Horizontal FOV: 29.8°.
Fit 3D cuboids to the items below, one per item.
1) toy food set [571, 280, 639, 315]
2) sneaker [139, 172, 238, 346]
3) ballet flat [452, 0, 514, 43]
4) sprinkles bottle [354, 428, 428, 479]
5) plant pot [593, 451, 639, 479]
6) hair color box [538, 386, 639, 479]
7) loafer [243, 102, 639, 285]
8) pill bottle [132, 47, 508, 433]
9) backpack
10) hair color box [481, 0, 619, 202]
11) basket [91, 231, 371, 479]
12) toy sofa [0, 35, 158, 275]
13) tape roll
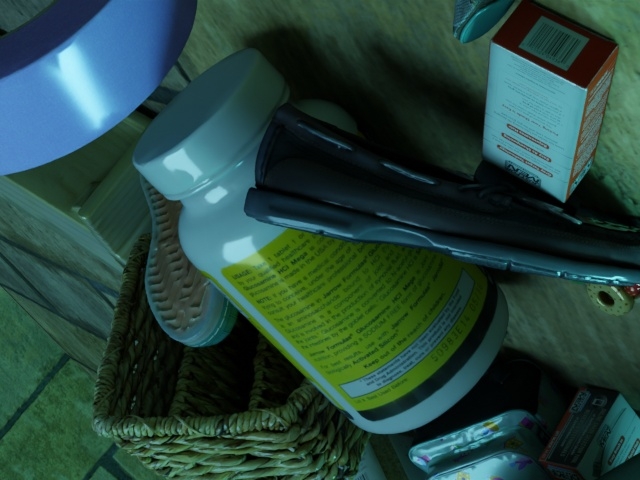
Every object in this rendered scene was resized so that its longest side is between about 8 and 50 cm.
[{"bbox_3d":[0.224,0.025,0.962,0.082,0.020,0.083,38,161,2],"label":"toy food set"},{"bbox_3d":[-0.103,-0.003,1.210,0.121,0.108,0.302,31,-150,-34],"label":"sneaker"},{"bbox_3d":[0.107,-0.161,0.743,0.041,0.041,0.114,39,160,-2],"label":"ballet flat"},{"bbox_3d":[0.063,0.248,1.360,0.355,0.121,0.121,63,179,38],"label":"sprinkles bottle"},{"bbox_3d":[0.286,0.324,0.981,0.341,0.341,0.334,38,131,2],"label":"plant pot"},{"bbox_3d":[0.294,0.233,1.186,0.053,0.093,0.167,3,139,52],"label":"hair color box"},{"bbox_3d":[0.097,-0.033,0.887,0.302,0.095,0.109,10,180,4],"label":"loafer"},{"bbox_3d":[0.000,0.000,1.054,0.334,0.188,0.188,47,159,-23],"label":"pill bottle"},{"bbox_3d":[0.204,0.235,1.255,0.166,0.144,0.188,-30,124,32],"label":"backpack"},{"bbox_3d":[0.150,-0.090,0.803,0.072,0.043,0.141,31,159,19],"label":"hair color box"},{"bbox_3d":[-0.073,0.108,1.245,0.213,0.299,0.223,-29,122,26],"label":"basket"},{"bbox_3d":[-0.322,-0.116,1.432,0.362,0.150,0.177,29,163,26],"label":"toy sofa"},{"bbox_3d":[-0.239,-0.182,0.942,0.275,0.275,0.090,25,157,34],"label":"tape roll"}]
